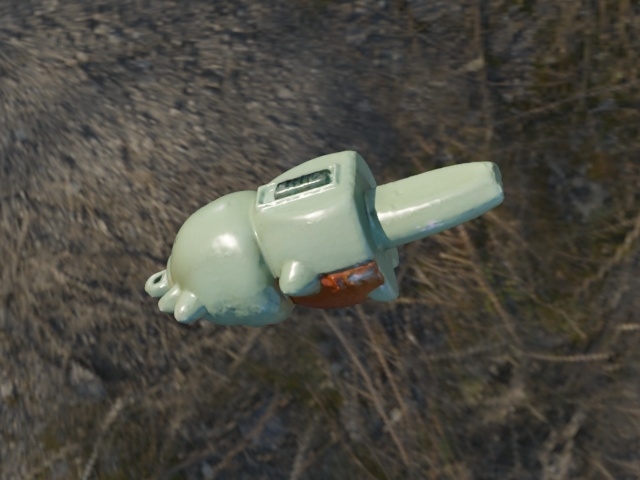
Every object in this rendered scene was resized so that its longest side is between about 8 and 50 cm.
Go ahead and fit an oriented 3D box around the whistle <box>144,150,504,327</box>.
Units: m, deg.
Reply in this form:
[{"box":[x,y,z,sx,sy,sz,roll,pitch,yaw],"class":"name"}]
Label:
[{"box":[-0.001,-0.002,1.011,0.253,0.106,0.101,-19,59,13],"class":"whistle"}]
